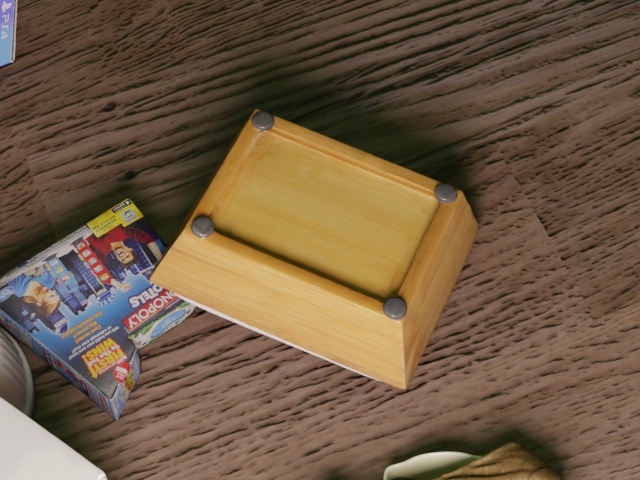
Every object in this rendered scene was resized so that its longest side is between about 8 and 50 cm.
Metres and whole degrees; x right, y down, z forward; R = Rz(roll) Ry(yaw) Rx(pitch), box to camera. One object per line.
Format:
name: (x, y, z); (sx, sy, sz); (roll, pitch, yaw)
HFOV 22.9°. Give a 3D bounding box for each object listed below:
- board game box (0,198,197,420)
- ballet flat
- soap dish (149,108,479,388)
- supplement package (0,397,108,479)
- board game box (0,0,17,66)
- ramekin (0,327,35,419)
board game box: (-0.230, 0.083, 1.681); (0.194, 0.060, 0.194); (-32, 66, -16)
ballet flat: (0.069, 0.274, 1.535); (0.342, 0.116, 0.124); (-19, 41, -6)
soap dish: (0.000, 0.000, 1.645); (0.291, 0.118, 0.229); (23, 55, 8)
supplement package: (-0.299, 0.290, 1.493); (0.149, 0.203, 0.194); (32, 68, 20)
board game box: (-0.534, -0.277, 1.810); (0.291, 0.141, 0.232); (-27, 61, -31)
ramekin: (-0.408, 0.151, 1.631); (0.207, 0.109, 0.207); (-2, 62, 4)
